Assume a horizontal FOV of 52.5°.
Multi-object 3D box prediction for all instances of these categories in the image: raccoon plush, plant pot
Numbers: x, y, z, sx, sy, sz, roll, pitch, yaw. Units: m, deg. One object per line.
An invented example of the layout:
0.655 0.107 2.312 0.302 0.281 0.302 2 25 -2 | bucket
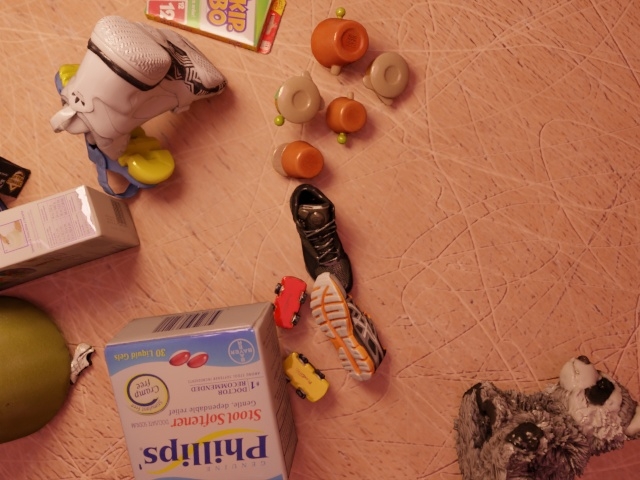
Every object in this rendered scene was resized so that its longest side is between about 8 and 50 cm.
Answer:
0.407 0.420 1.191 0.299 0.216 0.447 4 115 -13 | raccoon plush
-0.619 0.243 1.088 0.274 0.293 0.275 0 91 6 | plant pot

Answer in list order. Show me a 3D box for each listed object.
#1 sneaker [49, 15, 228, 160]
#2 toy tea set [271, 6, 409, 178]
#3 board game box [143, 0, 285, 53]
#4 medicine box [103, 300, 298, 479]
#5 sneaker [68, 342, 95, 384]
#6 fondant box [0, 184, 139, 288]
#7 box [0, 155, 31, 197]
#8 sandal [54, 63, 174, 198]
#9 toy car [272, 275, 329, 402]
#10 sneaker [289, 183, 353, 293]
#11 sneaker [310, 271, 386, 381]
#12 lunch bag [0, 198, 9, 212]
-0.315 -0.261 1.143 0.137 0.366 0.210 47 107 6 | sneaker
0.006 -0.277 1.260 0.336 0.124 0.200 -49 117 -7 | toy tea set
-0.209 -0.468 1.296 0.259 0.039 0.124 17 86 -1 | board game box
-0.197 0.275 1.130 0.263 0.149 0.289 -8 101 7 | medicine box
-0.457 0.238 1.237 0.037 0.032 0.083 18 86 2 | sneaker
-0.520 0.010 1.152 0.330 0.238 0.096 -19 86 -2 | fondant box
-0.711 -0.185 1.141 0.295 0.293 0.073 28 87 3 | box
-0.413 -0.202 1.235 0.138 0.126 0.317 -46 71 36 | sandal
-0.112 0.203 1.231 0.225 0.053 0.239 -13 85 -1 | toy car
0.000 0.000 1.211 0.087 0.130 0.228 -17 88 0 | sneaker
0.053 0.153 1.213 0.083 0.084 0.215 -33 103 -42 | sneaker
-0.645 -0.055 1.244 0.067 0.065 0.098 -38 86 -3 | lunch bag
